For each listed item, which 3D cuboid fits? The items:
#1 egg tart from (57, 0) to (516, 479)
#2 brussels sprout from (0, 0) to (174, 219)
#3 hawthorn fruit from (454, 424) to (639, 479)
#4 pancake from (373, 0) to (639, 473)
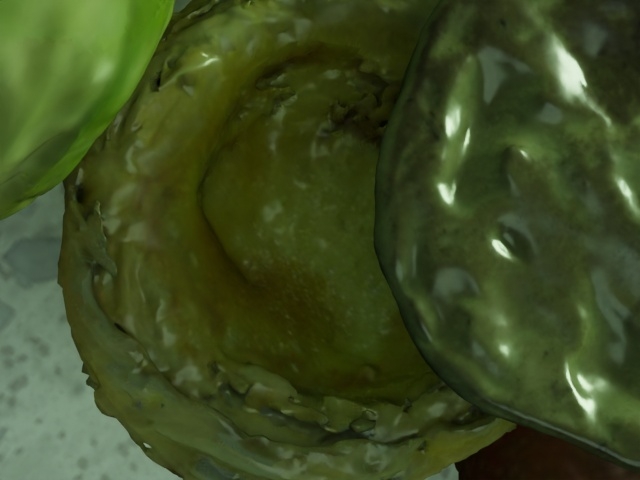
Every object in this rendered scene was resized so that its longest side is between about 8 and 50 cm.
[{"bbox_3d":[0.000,0.000,0.936,0.288,0.118,0.288,4,75,-14],"label":"egg tart"},{"bbox_3d":[-0.189,-0.138,0.769,0.227,0.259,0.294,-27,128,-50],"label":"brussels sprout"},{"bbox_3d":[0.201,0.096,1.028,0.262,0.258,0.258,14,101,1],"label":"hawthorn fruit"},{"bbox_3d":[0.156,-0.028,0.893,0.294,0.049,0.294,3,75,-13],"label":"pancake"}]
